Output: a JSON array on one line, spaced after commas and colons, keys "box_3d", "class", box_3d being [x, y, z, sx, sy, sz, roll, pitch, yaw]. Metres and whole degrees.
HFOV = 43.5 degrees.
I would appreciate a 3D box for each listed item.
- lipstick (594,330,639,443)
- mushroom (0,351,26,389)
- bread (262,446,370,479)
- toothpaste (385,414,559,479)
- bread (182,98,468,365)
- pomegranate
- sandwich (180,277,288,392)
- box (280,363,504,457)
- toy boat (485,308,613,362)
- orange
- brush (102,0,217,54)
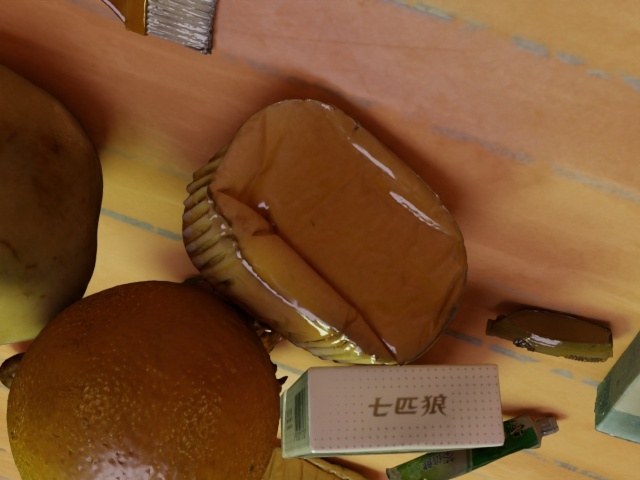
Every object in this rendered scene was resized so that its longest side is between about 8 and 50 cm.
[{"box_3d": [0.393, 0.124, 0.894, 0.068, 0.066, 0.317, 15, 141, 6], "class": "lipstick"}, {"box_3d": [-0.482, 0.231, 1.368, 0.126, 0.085, 0.109, 18, 173, -22], "class": "mushroom"}, {"box_3d": [-0.019, 0.451, 1.393, 0.236, 0.140, 0.106, 20, 145, 3], "class": "bread"}, {"box_3d": [0.212, 0.297, 1.113, 0.247, 0.078, 0.047, -21, 112, 1], "class": "toothpaste"}, {"box_3d": [0.000, 0.000, 0.825, 0.288, 0.204, 0.156, 33, 163, -13], "class": "bread"}, {"box_3d": [-0.388, -0.031, 0.840, 0.332, 0.333, 0.333, 11, 141, 9], "class": "pomegranate"}, {"box_3d": [-0.146, 0.114, 1.046, 0.250, 0.162, 0.301, 6, 134, -35], "class": "sandwich"}, {"box_3d": [0.067, 0.217, 0.985, 0.210, 0.095, 0.330, 0, 163, -8], "class": "box"}, {"box_3d": [0.271, 0.115, 0.947, 0.149, 0.047, 0.049, 11, 141, 9], "class": "toy boat"}, {"box_3d": [-0.176, 0.170, 0.808, 0.274, 0.274, 0.274, 11, 141, 9], "class": "orange"}, {"box_3d": [-0.245, -0.257, 0.747, 0.314, 0.017, 0.090, 19, 139, 1], "class": "brush"}]
